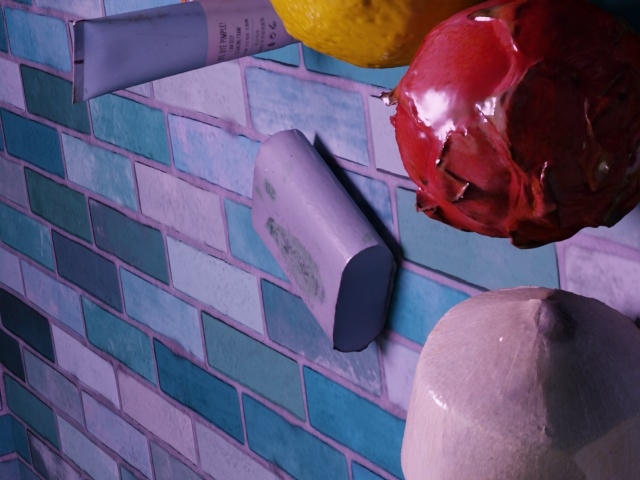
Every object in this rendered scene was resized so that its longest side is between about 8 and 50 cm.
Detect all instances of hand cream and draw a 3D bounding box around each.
[{"bbox_3d":[-0.142,-0.234,2.108,0.070,0.312,0.111,54,147,40],"label":"hand cream"}]

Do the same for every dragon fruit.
[{"bbox_3d":[0.184,-0.105,1.597,0.252,0.241,0.241,-151,51,-67],"label":"dragon fruit"}]

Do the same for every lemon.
[{"bbox_3d":[0.063,-0.284,1.736,0.320,0.245,0.245,170,86,-71],"label":"lemon"}]

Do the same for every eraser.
[{"bbox_3d":[0.000,0.000,2.214,0.227,0.081,0.174,53,148,38],"label":"eraser"}]

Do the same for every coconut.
[{"bbox_3d":[0.203,0.159,1.696,0.245,0.245,0.247,54,146,39],"label":"coconut"}]

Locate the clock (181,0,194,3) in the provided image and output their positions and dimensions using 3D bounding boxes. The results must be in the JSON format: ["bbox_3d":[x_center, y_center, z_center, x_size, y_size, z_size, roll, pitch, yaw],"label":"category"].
[{"bbox_3d":[-0.145,-0.387,2.278,0.255,0.106,0.220,-29,77,65],"label":"clock"}]
